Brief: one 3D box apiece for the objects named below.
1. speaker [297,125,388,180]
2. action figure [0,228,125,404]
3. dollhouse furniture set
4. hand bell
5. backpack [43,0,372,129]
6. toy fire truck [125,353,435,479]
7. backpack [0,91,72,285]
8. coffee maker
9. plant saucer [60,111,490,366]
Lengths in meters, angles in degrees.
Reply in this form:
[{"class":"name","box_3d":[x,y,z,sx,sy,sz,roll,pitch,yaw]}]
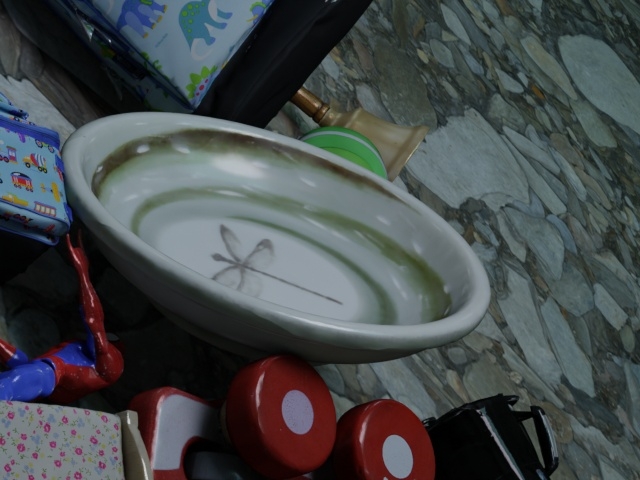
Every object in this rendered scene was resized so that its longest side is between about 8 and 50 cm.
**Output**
[{"class":"speaker","box_3d":[0.000,0.000,1.930,0.131,0.131,0.296,43,29,-19]},{"class":"action figure","box_3d":[-0.249,0.081,1.472,0.280,0.091,0.139,-14,81,-61]},{"class":"dollhouse furniture set","box_3d":[-0.124,0.202,1.321,0.303,0.174,0.355,15,64,-47]},{"class":"hand bell","box_3d":[-0.007,-0.152,2.159,0.242,0.126,0.126,37,28,-3]},{"class":"backpack","box_3d":[-0.154,-0.295,1.876,0.355,0.290,0.273,44,3,11]},{"class":"toy fire truck","box_3d":[-0.041,0.249,1.552,0.302,0.169,0.253,26,55,-40]},{"class":"backpack","box_3d":[-0.293,-0.070,1.550,0.158,0.117,0.173,24,44,-42]},{"class":"coffee maker","box_3d":[0.176,0.263,1.927,0.171,0.120,0.178,-14,67,-36]},{"class":"plant saucer","box_3d":[-0.050,0.016,1.668,0.401,0.100,0.400,17,23,-8]}]
